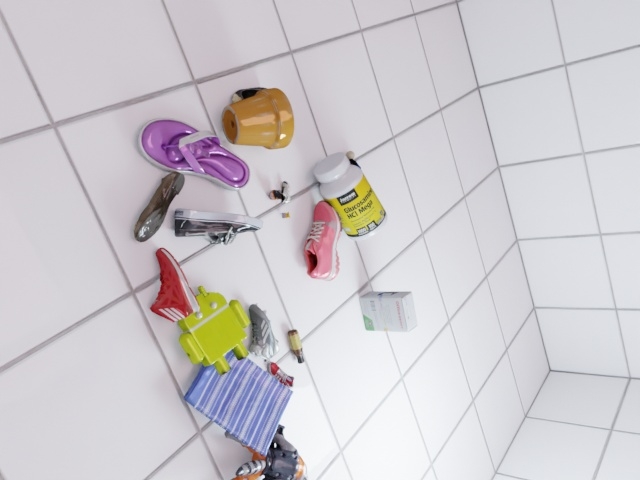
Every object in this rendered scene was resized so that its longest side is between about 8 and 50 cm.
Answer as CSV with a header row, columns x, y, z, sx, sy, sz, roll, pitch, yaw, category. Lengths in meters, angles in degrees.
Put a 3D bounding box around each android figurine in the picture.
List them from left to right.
x,y,z,sx,sy,sz,roll,pitch,yaw,category
-0.333,0.273,1.758,0.248,0.056,0.272,-32,97,-44,android figurine

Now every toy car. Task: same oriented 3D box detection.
x,y,z,sx,sy,sz,roll,pitch,yaw,category
-0.156,-0.127,2.038,0.121,0.041,0.060,70,23,-13,toy car

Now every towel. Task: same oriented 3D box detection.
x,y,z,sx,sy,sz,roll,pitch,yaw,category
-0.250,0.491,1.795,0.336,0.040,0.243,42,47,-18,towel

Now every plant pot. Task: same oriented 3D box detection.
x,y,z,sx,sy,sz,roll,pitch,yaw,category
-0.220,-0.399,1.895,0.188,0.205,0.205,-17,99,-32,plant pot

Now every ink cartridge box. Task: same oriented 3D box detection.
x,y,z,sx,sy,sz,roll,pitch,yaw,category
0.285,0.296,2.359,0.093,0.213,0.154,-21,102,-47,ink cartridge box

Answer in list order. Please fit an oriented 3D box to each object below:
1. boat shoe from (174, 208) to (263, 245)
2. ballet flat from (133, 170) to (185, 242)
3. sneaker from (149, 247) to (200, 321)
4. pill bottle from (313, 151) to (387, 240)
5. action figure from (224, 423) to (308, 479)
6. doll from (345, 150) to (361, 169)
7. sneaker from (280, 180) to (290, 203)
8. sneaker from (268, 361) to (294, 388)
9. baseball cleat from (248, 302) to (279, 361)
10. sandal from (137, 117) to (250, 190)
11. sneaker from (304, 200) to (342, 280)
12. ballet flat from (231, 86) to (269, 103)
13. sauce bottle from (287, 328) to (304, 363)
x,y,z,sx,sy,sz,roll,pitch,yaw,category
-0.320,-0.037,1.800,0.307,0.113,0.104,5,90,-45,boat shoe
-0.486,-0.105,1.670,0.084,0.058,0.249,81,31,-64,ballet flat
-0.457,0.138,1.652,0.128,0.087,0.221,-29,86,-23,sneaker
0.114,-0.175,2.232,0.333,0.188,0.187,55,50,-29,pill bottle
-0.180,0.777,1.838,0.330,0.179,0.340,16,71,-36,action figure
0.130,-0.283,2.365,0.129,0.046,0.188,1,86,-49,doll
-0.132,-0.178,2.077,0.037,0.032,0.083,-9,92,-48,sneaker
-0.134,0.476,1.988,0.042,0.067,0.118,-49,121,-39,sneaker
-0.209,0.321,1.920,0.109,0.072,0.205,-38,110,-36,baseball cleat
-0.369,-0.278,1.772,0.416,0.102,0.169,17,74,-46,sandal
0.000,0.000,2.146,0.136,0.116,0.313,1,86,-46,sneaker
-0.243,-0.509,1.971,0.173,0.049,0.057,-34,110,-44,ballet flat
-0.087,0.390,2.069,0.042,0.042,0.128,-28,109,-46,sauce bottle
